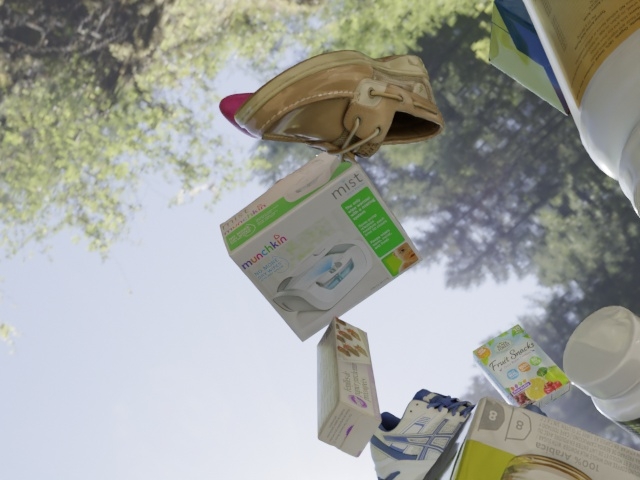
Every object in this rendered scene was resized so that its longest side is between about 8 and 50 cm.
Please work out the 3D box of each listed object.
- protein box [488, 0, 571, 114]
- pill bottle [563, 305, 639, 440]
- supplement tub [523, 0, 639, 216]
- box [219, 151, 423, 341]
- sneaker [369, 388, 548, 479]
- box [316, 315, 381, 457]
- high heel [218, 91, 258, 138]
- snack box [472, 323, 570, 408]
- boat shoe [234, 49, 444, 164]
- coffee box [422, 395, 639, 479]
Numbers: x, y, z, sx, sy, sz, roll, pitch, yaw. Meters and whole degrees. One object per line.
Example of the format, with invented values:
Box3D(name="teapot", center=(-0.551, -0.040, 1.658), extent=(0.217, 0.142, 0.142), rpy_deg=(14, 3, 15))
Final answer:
Box3D(name="protein box", center=(0.438, -0.362, 1.614), extent=(0.201, 0.136, 0.200), rpy_deg=(-31, -126, -20))
Box3D(name="pill bottle", center=(0.516, 0.228, 1.396), extent=(0.283, 0.161, 0.161), rpy_deg=(35, -136, -20))
Box3D(name="supplement tub", center=(0.321, -0.188, 0.830), extent=(0.228, 0.228, 0.316), rpy_deg=(10, -129, -29))
Box3D(name="box", center=(0.000, 0.000, 1.594), extent=(0.231, 0.262, 0.127), rpy_deg=(53, -175, -31))
Box3D(name="sneaker", center=(0.182, 0.270, 1.327), extent=(0.111, 0.296, 0.131), rpy_deg=(-2, -111, -54))
Box3D(name="box", center=(0.035, 0.200, 1.326), extent=(0.063, 0.067, 0.324), rpy_deg=(27, -168, -7))
Box3D(name="high heel", center=(-0.062, -0.203, 1.455), extent=(0.244, 0.117, 0.082), rpy_deg=(23, -102, 18))
Box3D(name="snack box", center=(0.340, 0.221, 1.570), extent=(0.100, 0.037, 0.141), rpy_deg=(-28, -130, -13))
Box3D(name="boat shoe", center=(0.043, -0.157, 1.132), extent=(0.341, 0.121, 0.110), rpy_deg=(-17, -104, -46))
Box3D(name="coffee box", center=(0.227, 0.401, 0.861), extent=(0.337, 0.338, 0.335), rpy_deg=(20, -118, 5))
